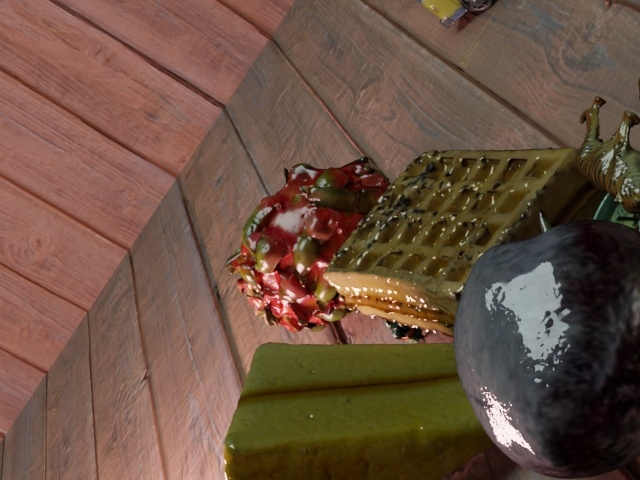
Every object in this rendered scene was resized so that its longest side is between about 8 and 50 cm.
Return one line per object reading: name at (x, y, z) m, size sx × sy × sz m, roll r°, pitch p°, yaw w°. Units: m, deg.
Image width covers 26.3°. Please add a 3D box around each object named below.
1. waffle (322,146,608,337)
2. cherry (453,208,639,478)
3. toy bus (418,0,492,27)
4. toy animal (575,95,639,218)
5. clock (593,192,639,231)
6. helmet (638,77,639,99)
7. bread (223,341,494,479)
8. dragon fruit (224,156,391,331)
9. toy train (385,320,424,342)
waffle at (0.180, 0.003, 1.775) m, size 0.261 × 0.114 × 0.376 m, roll -52°, pitch 23°, yaw -16°
cherry at (0.253, 0.101, 1.395) m, size 0.255 × 0.218 × 0.296 m, roll -28°, pitch 47°, yaw 41°
toy bus at (0.263, -0.523, 2.345) m, size 0.312 × 0.190 × 0.152 m, roll -35°, pitch 31°, yaw 49°
toy animal at (0.334, -0.098, 1.545) m, size 0.099 × 0.056 × 0.241 m, roll -62°, pitch 20°, yaw 9°
clock at (0.368, -0.023, 1.539) m, size 0.148 × 0.060 × 0.189 m, roll -48°, pitch 21°, yaw 29°
helmet at (0.435, -0.196, 1.535) m, size 0.198 × 0.130 × 0.224 m, roll -60°, pitch 18°, yaw -11°
bread at (0.083, 0.259, 1.666) m, size 0.361 × 0.245 × 0.233 m, roll -5°, pitch 27°, yaw 12°
dragon fruit at (0.001, 0.006, 2.150) m, size 0.302 × 0.231 × 0.237 m, roll -36°, pitch 20°, yaw 14°
toy train at (0.133, 0.097, 1.930) m, size 0.044 × 0.064 × 0.103 m, roll -7°, pitch 56°, yaw 55°
